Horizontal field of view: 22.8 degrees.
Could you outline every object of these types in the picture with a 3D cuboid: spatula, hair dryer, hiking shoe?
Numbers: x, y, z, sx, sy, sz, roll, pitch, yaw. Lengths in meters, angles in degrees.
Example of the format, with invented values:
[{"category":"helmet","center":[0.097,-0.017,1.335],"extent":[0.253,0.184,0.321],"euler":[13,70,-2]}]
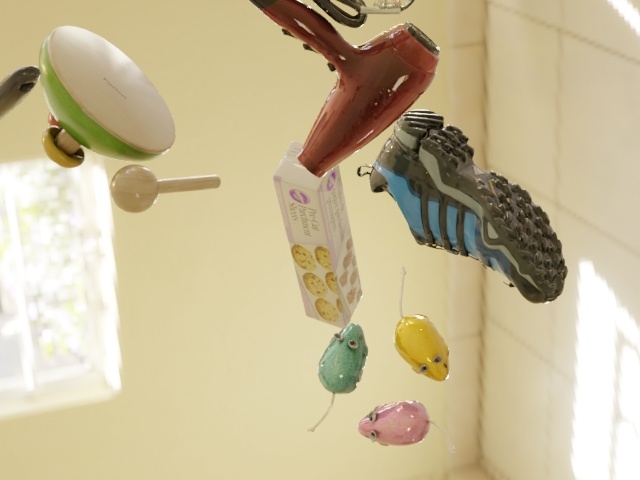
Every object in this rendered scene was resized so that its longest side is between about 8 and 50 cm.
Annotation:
[{"category":"spatula","center":[-0.318,-0.084,1.452],"extent":[0.296,0.084,0.030],"euler":[-44,67,50]},{"category":"hair dryer","center":[0.014,-0.207,1.660],"extent":[0.080,0.223,0.294],"euler":[-92,3,-70]},{"category":"hiking shoe","center":[0.186,-0.025,2.006],"extent":[0.304,0.113,0.132],"euler":[50,128,16]}]

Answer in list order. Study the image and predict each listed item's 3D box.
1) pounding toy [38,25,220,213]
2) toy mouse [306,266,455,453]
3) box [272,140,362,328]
[{"category":"pounding toy","center":[-0.249,-0.116,1.768],"extent":[0.110,0.183,0.237],"euler":[-41,79,22]},{"category":"toy mouse","center":[0.045,0.125,1.345],"extent":[0.161,0.143,0.031],"euler":[62,-171,11]},{"category":"box","center":[0.000,0.000,2.038],"extent":[0.324,0.067,0.063],"euler":[79,-148,-55]}]
